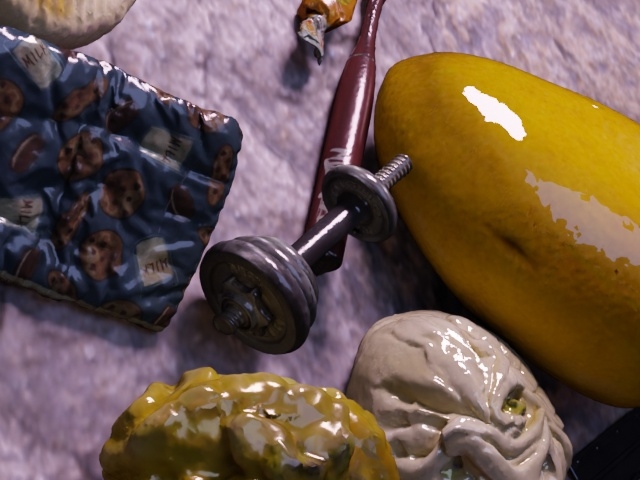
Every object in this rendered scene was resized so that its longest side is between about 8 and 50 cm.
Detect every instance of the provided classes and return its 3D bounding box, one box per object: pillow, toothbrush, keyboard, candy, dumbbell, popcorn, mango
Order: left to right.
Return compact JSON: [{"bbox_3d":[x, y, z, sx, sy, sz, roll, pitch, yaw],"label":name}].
[{"bbox_3d":[-0.188,-0.046,1.089,0.255,0.034,0.189,20,88,-32],"label":"pillow"},{"bbox_3d":[-0.069,0.205,1.045,0.266,0.192,0.233,-20,100,-22],"label":"popcorn"},{"bbox_3d":[0.000,0.000,1.214,0.254,0.110,0.110,-41,99,-35],"label":"dumbbell"},{"bbox_3d":[0.008,-0.237,1.404,0.053,0.046,0.182,37,45,-19],"label":"candy"},{"bbox_3d":[0.030,-0.125,1.374,0.041,0.041,0.364,31,52,-28],"label":"toothbrush"},{"bbox_3d":[0.237,-0.024,1.387,0.445,0.220,0.301,43,44,-11],"label":"mango"},{"bbox_3d":[0.321,0.221,1.491,0.198,0.010,0.064,-25,87,-46],"label":"keyboard"}]

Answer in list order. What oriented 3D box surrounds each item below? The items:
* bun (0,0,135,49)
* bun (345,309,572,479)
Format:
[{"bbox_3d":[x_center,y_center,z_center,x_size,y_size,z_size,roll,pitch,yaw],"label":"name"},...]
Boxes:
[{"bbox_3d":[-0.245,-0.263,1.115,0.244,0.153,0.244,2,87,-54],"label":"bun"},{"bbox_3d":[0.132,0.161,1.258,0.229,0.145,0.229,17,60,-32],"label":"bun"}]
